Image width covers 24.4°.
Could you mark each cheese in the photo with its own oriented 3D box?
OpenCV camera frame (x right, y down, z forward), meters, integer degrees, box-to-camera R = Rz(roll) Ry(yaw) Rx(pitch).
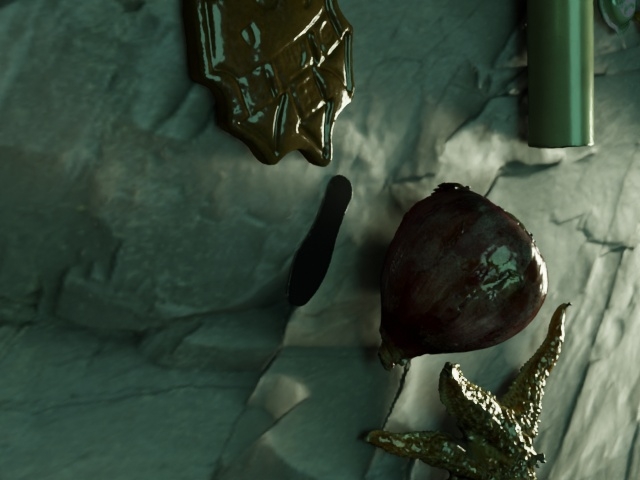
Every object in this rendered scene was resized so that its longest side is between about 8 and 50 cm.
[{"bbox_3d":[0.331,-0.290,1.669,0.067,0.026,0.120,-36,117,-37],"label":"cheese"}]

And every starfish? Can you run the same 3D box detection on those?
[{"bbox_3d":[0.168,0.204,1.516,0.294,0.084,0.301,9,91,-46],"label":"starfish"}]

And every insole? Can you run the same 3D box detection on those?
[{"bbox_3d":[0.000,0.000,1.388,0.045,0.002,0.135,35,70,-42],"label":"insole"}]

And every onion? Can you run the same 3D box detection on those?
[{"bbox_3d":[0.123,0.048,1.421,0.195,0.159,0.159,-48,128,0],"label":"onion"}]

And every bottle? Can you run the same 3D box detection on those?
[{"bbox_3d":[0.255,-0.200,1.571,0.072,0.072,0.201,-8,100,-44],"label":"bottle"}]

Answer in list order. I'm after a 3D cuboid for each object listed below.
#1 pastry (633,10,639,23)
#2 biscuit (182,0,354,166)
[{"bbox_3d":[0.448,-0.316,1.727,0.154,0.102,0.249,-10,101,-42],"label":"pastry"},{"bbox_3d":[-0.032,-0.159,1.321,0.182,0.034,0.215,-43,121,-33],"label":"biscuit"}]
